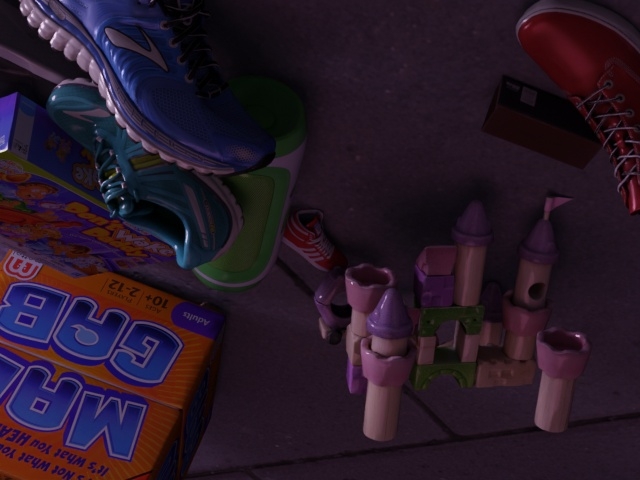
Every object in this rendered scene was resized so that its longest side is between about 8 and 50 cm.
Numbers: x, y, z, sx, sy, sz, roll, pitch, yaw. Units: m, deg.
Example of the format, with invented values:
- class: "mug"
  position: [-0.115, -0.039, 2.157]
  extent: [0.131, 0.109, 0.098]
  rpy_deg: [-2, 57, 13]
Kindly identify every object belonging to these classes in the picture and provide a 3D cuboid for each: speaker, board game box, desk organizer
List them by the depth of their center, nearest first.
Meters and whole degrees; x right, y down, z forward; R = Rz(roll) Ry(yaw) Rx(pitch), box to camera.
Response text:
- class: "desk organizer"
  position: [0.249, -0.130, 1.160]
  extent: [0.130, 0.047, 0.050]
  rpy_deg: [20, 145, -6]
- class: "speaker"
  position: [-0.097, -0.062, 1.298]
  extent: [0.131, 0.131, 0.296]
  rpy_deg: [16, 140, -1]
- class: "board game box"
  position: [-0.355, -0.057, 1.362]
  extent: [0.233, 0.078, 0.347]
  rpy_deg: [-11, 154, 31]
- class: "board game box"
  position: [-0.387, 0.284, 1.637]
  extent: [0.356, 0.356, 0.356]
  rpy_deg: [20, 143, 4]

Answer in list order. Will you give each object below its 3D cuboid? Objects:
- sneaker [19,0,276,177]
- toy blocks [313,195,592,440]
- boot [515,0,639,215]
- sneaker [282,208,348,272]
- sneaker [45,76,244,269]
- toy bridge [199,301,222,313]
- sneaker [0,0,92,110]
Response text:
- class: "sneaker"
  position: [-0.167, -0.201, 1.089]
  extent: [0.330, 0.130, 0.147]
  rpy_deg: [44, 116, 3]
- class: "toy blocks"
  position: [0.159, 0.061, 1.316]
  extent: [0.288, 0.309, 0.260]
  rpy_deg: [-1, 113, -11]
- class: "boot"
  position: [0.292, -0.125, 1.045]
  extent: [0.244, 0.176, 0.088]
  rpy_deg: [32, 142, -18]
- class: "sneaker"
  position: [0.000, 0.000, 1.420]
  extent: [0.118, 0.042, 0.067]
  rpy_deg: [32, 144, -17]
- class: "sneaker"
  position: [-0.210, -0.080, 1.187]
  extent: [0.275, 0.110, 0.107]
  rpy_deg: [41, 143, 2]
- class: "toy bridge"
  position: [-0.229, 0.147, 1.706]
  extent: [0.063, 0.026, 0.188]
  rpy_deg: [30, 141, -14]
- class: "sneaker"
  position: [-0.421, -0.228, 1.224]
  extent: [0.296, 0.104, 0.147]
  rpy_deg: [29, 136, -24]
